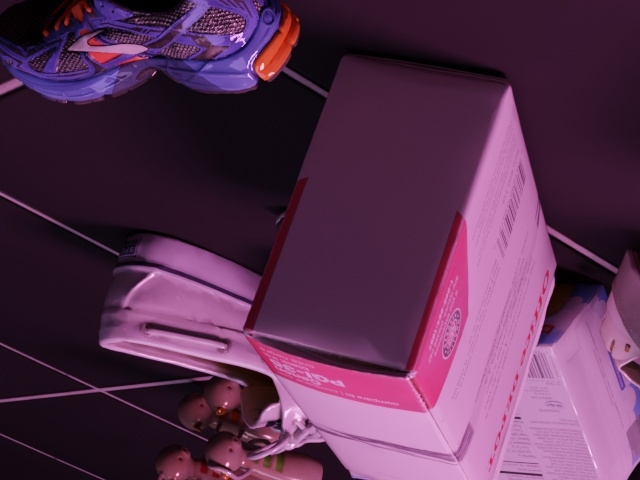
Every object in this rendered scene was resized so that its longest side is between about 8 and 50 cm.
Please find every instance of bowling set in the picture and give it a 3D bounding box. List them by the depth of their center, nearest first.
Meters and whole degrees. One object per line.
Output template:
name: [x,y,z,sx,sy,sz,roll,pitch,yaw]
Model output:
bowling set: [-0.080,0.203,1.871,0.154,0.287,0.200,16,119,-15]

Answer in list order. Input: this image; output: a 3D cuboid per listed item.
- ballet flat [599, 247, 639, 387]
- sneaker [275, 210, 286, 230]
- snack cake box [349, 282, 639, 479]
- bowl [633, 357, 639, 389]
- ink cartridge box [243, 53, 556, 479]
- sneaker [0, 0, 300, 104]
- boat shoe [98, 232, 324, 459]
ballet flat: [0.246,0.074,1.320,0.068,0.072,0.213,-24,146,16]
sneaker: [0.000,0.000,1.401,0.083,0.037,0.032,12,161,21]
snack cake box: [0.122,0.119,1.442,0.264,0.089,0.152,0,122,41]
bowl: [0.223,0.124,1.518,0.142,0.053,0.142,17,162,4]
ink cartridge box: [0.066,0.037,1.189,0.117,0.207,0.283,12,159,19]
sneaker: [-0.118,-0.143,1.088,0.221,0.083,0.087,-2,139,32]
boat shoe: [-0.031,0.131,1.599,0.367,0.156,0.136,24,159,-16]
